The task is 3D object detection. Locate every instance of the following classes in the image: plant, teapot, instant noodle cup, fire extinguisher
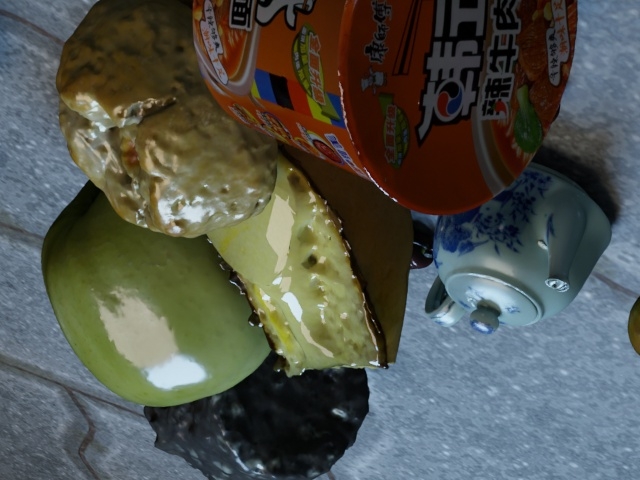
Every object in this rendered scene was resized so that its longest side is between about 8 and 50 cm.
[{"bbox_3d":[-0.101,0.193,2.079,0.215,0.213,0.312,38,154,-22],"label":"plant"},{"bbox_3d":[0.164,0.019,1.541,0.159,0.159,0.232,37,154,-14],"label":"teapot"},{"bbox_3d":[0.041,-0.160,1.276,0.192,0.250,0.250,19,154,44],"label":"instant noodle cup"},{"bbox_3d":[0.078,0.011,1.761,0.056,0.039,0.132,34,156,-29],"label":"fire extinguisher"}]

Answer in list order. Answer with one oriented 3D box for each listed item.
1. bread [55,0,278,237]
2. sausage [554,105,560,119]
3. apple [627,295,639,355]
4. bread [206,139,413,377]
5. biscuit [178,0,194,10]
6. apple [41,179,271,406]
[{"bbox_3d":[-0.152,-0.107,1.562,0.244,0.134,0.244,40,151,28],"label":"bread"},{"bbox_3d":[0.160,-0.123,1.399,0.054,0.059,0.094,31,163,30],"label":"sausage"},{"bbox_3d":[0.324,0.078,1.573,0.089,0.074,0.089,23,155,11],"label":"apple"},{"bbox_3d":[0.000,0.000,1.688,0.204,0.162,0.262,-6,115,54],"label":"bread"},{"bbox_3d":[-0.007,-0.154,1.540,0.340,0.047,0.216,17,151,25],"label":"biscuit"},{"bbox_3d":[-0.168,0.043,1.852,0.279,0.279,0.279,24,154,13],"label":"apple"}]
